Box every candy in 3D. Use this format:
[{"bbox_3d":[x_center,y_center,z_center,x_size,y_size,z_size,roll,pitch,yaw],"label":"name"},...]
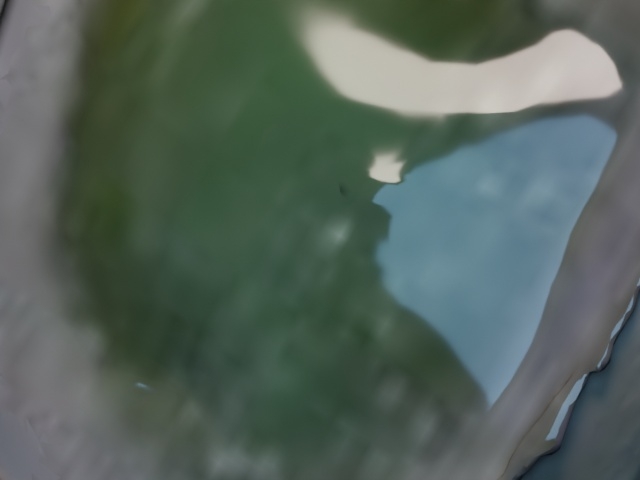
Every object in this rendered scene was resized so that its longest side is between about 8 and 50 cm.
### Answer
[{"bbox_3d":[0.000,0.000,0.752,0.386,0.186,0.427,23,82,17],"label":"candy"}]
